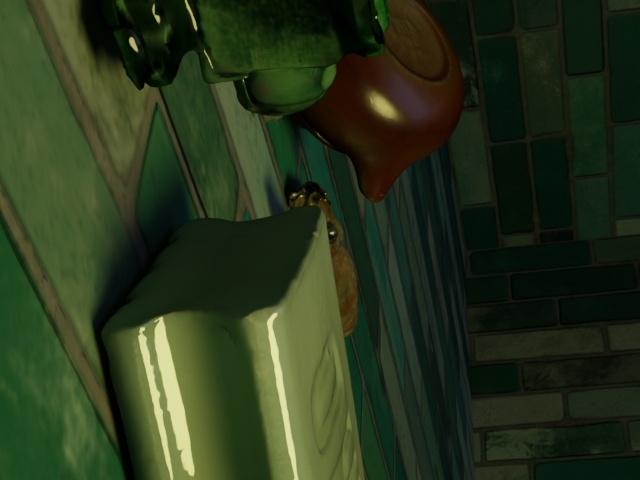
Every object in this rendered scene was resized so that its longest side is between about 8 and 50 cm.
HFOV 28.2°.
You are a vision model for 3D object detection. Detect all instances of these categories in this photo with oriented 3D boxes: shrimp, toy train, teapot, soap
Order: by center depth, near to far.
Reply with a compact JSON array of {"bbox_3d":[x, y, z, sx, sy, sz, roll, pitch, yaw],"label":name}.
[{"bbox_3d":[-0.043,-0.196,0.599,0.202,0.145,0.266,-90,170,-49],"label":"toy train"},{"bbox_3d":[-0.027,0.132,0.652,0.160,0.087,0.265,-69,152,-70],"label":"soap"},{"bbox_3d":[0.000,0.000,1.024,0.223,0.047,0.126,77,4,-64],"label":"shrimp"},{"bbox_3d":[0.019,-0.152,1.045,0.178,0.135,0.252,8,55,-52],"label":"teapot"}]

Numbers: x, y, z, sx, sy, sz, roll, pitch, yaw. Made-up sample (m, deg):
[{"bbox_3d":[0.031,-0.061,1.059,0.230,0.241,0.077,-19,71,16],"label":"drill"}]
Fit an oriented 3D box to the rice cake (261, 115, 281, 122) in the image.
[{"bbox_3d":[-0.036,-0.183,0.952,0.047,0.036,0.206,45,39,-56],"label":"rice cake"}]
